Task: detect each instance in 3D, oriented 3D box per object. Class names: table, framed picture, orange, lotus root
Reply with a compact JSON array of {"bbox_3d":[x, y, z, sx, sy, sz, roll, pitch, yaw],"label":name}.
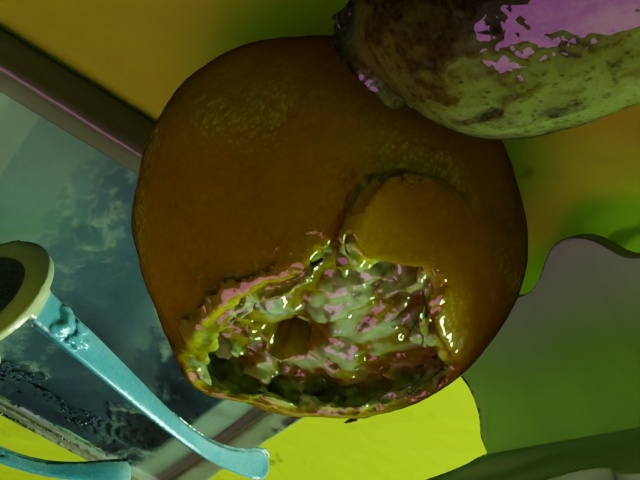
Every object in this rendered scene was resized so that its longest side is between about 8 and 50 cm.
[{"bbox_3d":[0.126,0.076,0.530,0.166,0.166,0.198,35,150,-19],"label":"table"},{"bbox_3d":[-0.120,0.041,0.724,0.247,0.022,0.335,32,145,-14],"label":"framed picture"},{"bbox_3d":[0.000,0.000,0.507,0.155,0.134,0.154,19,152,10],"label":"orange"},{"bbox_3d":[0.080,-0.082,0.390,0.179,0.089,0.080,-15,162,32],"label":"lotus root"}]

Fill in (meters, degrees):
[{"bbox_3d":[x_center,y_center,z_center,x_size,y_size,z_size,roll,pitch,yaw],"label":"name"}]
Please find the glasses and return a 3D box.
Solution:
[{"bbox_3d":[-0.147,0.072,0.729,0.190,0.088,0.221,-14,151,40],"label":"glasses"}]
